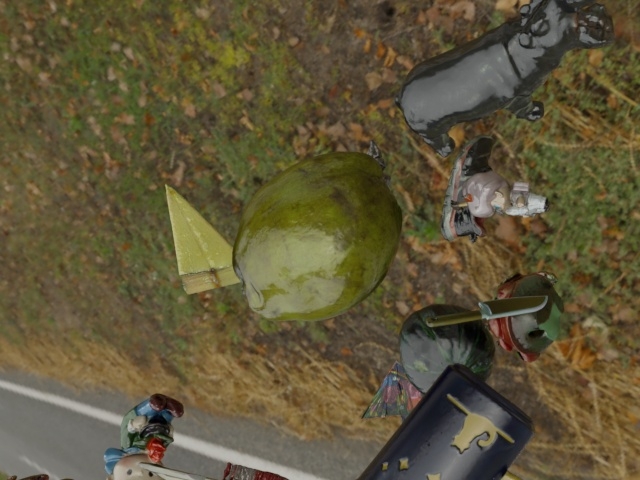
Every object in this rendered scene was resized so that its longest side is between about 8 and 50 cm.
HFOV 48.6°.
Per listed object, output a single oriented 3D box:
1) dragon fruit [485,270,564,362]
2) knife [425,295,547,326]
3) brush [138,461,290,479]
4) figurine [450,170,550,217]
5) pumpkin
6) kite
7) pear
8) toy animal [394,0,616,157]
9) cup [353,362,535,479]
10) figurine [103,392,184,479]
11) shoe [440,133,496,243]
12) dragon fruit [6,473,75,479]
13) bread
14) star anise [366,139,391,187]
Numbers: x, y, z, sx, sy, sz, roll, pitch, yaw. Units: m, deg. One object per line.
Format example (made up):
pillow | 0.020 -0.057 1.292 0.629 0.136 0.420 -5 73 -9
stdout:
dragon fruit | 0.606 0.216 2.064 0.130 0.268 0.295 -3 158 43
knife | 0.422 0.171 1.776 0.061 0.343 0.027 -114 21 -53
brush | -0.170 0.389 1.164 0.321 0.050 0.060 -2 144 35
figurine | 0.416 -0.103 1.651 0.229 0.111 0.137 11 180 25
pumpkin | 0.390 0.352 2.183 0.315 0.315 0.238 55 -177 -17
kite | 0.274 0.505 2.310 0.321 0.016 0.233 -10 85 17
pear | 0.000 0.000 1.560 0.352 0.413 0.352 48 -172 -9
toy animal | 0.259 -0.240 0.957 0.168 0.106 0.343 22 143 -35
cup | 0.224 0.356 1.092 0.255 0.256 0.178 39 180 -13
figurine | -0.342 0.437 1.403 0.127 0.234 0.185 35 121 -28
shoe | 0.400 -0.129 1.795 0.137 0.290 0.114 14 176 29
dragon fruit | -0.655 0.659 1.635 0.308 0.227 0.243 -1 173 17
bread | -0.290 -0.016 1.798 0.167 0.163 0.263 104 155 -74
star anise | 0.154 -0.190 2.007 0.182 0.065 0.195 -124 29 -71
